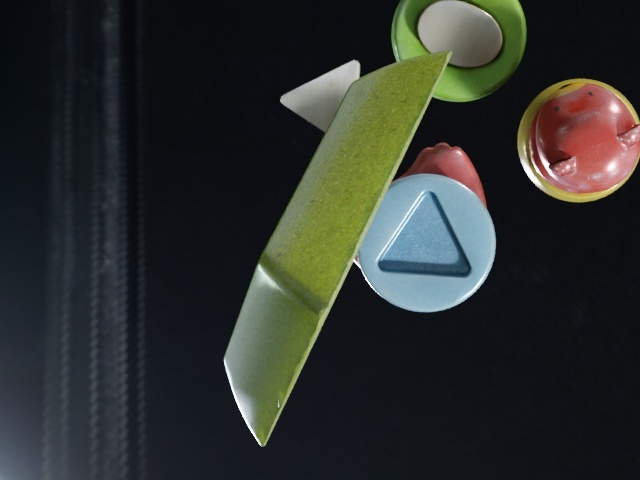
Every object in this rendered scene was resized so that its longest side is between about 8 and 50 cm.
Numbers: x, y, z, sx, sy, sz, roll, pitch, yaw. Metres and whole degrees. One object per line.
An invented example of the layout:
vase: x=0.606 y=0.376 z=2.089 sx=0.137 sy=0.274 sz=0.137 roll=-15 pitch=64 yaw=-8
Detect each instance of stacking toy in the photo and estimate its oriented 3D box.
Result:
stacking toy: x=0.128 y=-0.099 z=1.413 sx=0.309 sy=0.130 sz=0.279 roll=-36 pitch=-86 yaw=6

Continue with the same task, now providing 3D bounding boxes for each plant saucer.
plant saucer: x=0.000 y=0.000 z=0.856 sx=0.045 sy=0.188 sz=0.188 roll=25 pitch=-121 yaw=2
